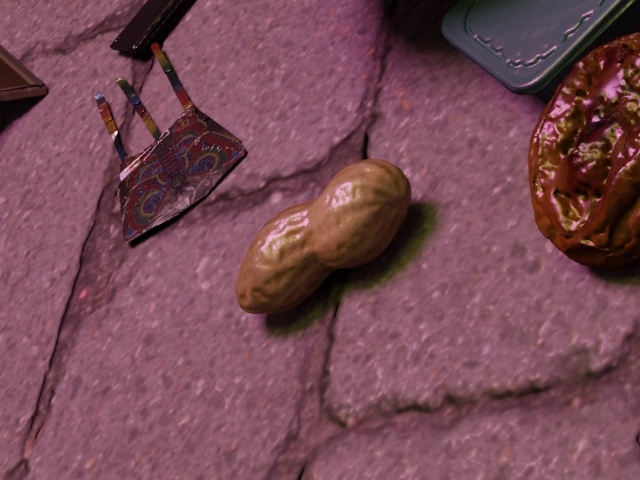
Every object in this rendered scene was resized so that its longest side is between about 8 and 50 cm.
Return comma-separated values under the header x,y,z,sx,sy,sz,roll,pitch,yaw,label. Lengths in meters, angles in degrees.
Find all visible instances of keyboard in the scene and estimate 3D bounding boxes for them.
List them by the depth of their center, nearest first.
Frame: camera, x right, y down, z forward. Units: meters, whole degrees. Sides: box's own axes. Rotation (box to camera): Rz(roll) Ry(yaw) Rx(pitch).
x,y,z,sx,sy,sz,roll,pitch,yaw,label
-0.150,-0.297,2.102,0.231,0.023,0.072,-53,30,-14,keyboard

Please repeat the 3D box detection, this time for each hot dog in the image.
x,y,z,sx,sy,sz,roll,pitch,yaw,label
0.255,-0.086,1.451,0.160,0.099,0.227,5,55,45,hot dog

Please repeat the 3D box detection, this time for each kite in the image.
x,y,z,sx,sy,sz,roll,pitch,yaw,label
-0.169,-0.111,1.942,0.152,0.015,0.285,-36,39,6,kite

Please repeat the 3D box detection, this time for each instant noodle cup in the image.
x,y,z,sx,sy,sz,roll,pitch,yaw,label
0.205,-0.193,1.623,0.157,0.070,0.179,-44,37,2,instant noodle cup

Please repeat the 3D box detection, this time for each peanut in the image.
x,y,z,sx,sy,sz,roll,pitch,yaw,label
0.000,0.000,1.621,0.187,0.082,0.082,-32,38,17,peanut

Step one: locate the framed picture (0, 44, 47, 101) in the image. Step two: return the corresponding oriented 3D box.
x,y,z,sx,sy,sz,roll,pitch,yaw,label
-0.491,-0.186,2.164,0.289,0.016,0.213,-12,28,-26,framed picture
